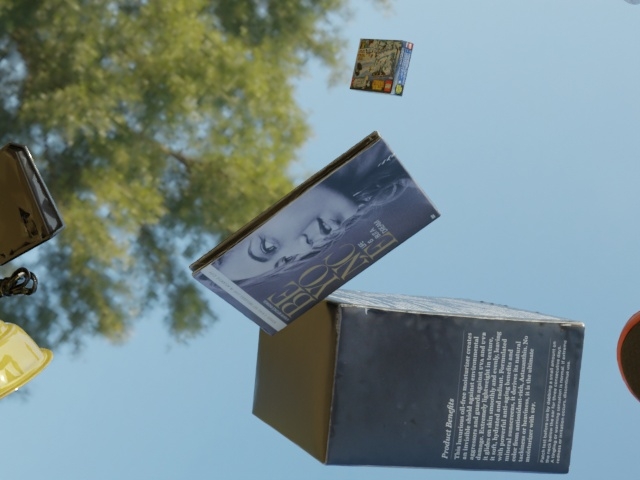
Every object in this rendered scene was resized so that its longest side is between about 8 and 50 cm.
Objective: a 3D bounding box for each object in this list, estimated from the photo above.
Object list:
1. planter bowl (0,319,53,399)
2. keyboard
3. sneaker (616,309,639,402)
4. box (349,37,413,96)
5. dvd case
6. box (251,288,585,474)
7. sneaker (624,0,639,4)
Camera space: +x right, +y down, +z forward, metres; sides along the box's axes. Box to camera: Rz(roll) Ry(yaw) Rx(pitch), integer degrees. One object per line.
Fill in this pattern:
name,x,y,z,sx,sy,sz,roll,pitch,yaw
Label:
planter bowl,-0.318,0.085,0.816,0.217,0.090,0.217,-19,-171,3
keyboard,-0.260,-0.001,0.876,0.180,0.108,0.023,-23,179,44
sneaker,0.391,0.109,0.851,0.136,0.314,0.115,-43,156,-61
box,0.104,-0.301,1.910,0.137,0.027,0.093,21,-81,58
dvd case,0.000,0.000,1.089,0.221,0.164,0.018,-35,-126,7
box,0.099,0.156,1.298,0.296,0.294,0.182,-174,-90,-72
sneaker,0.425,-0.378,1.302,0.126,0.240,0.091,26,-132,30
